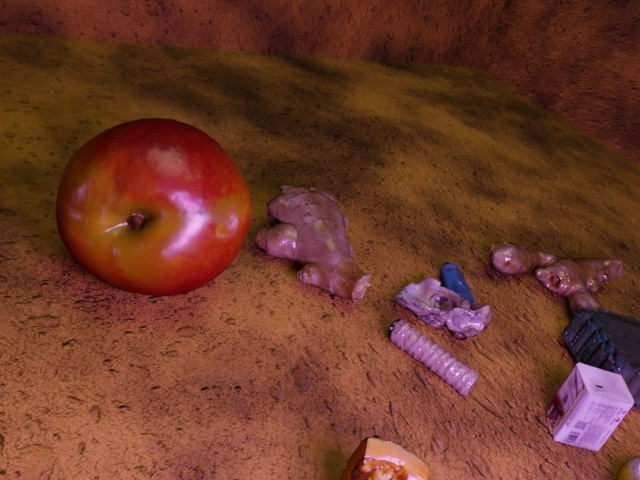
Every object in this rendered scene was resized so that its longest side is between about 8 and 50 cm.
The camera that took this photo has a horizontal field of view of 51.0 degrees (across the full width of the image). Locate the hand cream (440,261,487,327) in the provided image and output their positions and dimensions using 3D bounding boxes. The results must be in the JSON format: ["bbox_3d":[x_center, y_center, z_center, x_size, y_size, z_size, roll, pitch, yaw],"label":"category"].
[{"bbox_3d":[0.357,0.137,1.714,0.083,0.048,0.224,8,39,-18],"label":"hand cream"}]

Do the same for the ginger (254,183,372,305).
[{"bbox_3d":[-0.022,-0.005,1.605,0.236,0.166,0.375,15,24,-25],"label":"ginger"}]

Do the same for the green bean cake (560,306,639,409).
[{"bbox_3d":[0.733,0.279,1.607,0.241,0.132,0.255,11,30,-15],"label":"green bean cake"}]

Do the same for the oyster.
[{"bbox_3d":[0.287,0.165,1.586,0.233,0.107,0.162,16,30,32],"label":"oyster"}]

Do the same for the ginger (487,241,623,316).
[{"bbox_3d":[0.676,0.089,1.913,0.363,0.122,0.348,28,29,25],"label":"ginger"}]

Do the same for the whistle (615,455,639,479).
[{"bbox_3d":[0.584,0.486,1.242,0.223,0.122,0.123,-30,53,-26],"label":"whistle"}]

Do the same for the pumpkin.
[{"bbox_3d":[0.083,0.438,1.011,0.131,0.126,0.247,26,49,-5],"label":"pumpkin"}]

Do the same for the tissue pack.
[{"bbox_3d":[0.549,0.343,1.380,0.106,0.148,0.099,16,31,-6],"label":"tissue pack"}]

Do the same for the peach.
[{"bbox_3d":[-0.323,-0.071,1.364,0.389,0.388,0.388,14,31,-9],"label":"peach"}]

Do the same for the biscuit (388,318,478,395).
[{"bbox_3d":[0.238,0.249,1.446,0.219,0.055,0.061,33,69,24],"label":"biscuit"}]
